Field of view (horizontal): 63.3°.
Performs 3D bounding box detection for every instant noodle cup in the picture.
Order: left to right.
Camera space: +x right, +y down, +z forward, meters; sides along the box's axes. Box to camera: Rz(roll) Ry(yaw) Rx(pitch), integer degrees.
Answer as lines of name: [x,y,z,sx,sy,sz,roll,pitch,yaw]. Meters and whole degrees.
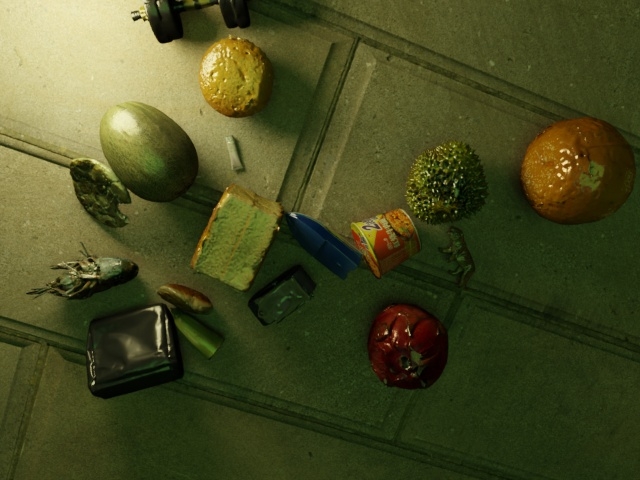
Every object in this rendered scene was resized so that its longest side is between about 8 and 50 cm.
instant noodle cup: [0.223,0.000,1.728,0.174,0.213,0.213,-25,104,-6]

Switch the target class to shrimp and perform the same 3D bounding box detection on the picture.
shrimp: [-0.794,0.105,1.721,0.372,0.137,0.172,-7,68,-10]

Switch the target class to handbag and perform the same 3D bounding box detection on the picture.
handbag: [-0.632,0.375,1.783,0.302,0.275,0.178,-16,149,-2]

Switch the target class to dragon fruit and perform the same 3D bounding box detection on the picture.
dragon fruit: [0.296,0.361,1.782,0.295,0.302,0.295,4,104,17]

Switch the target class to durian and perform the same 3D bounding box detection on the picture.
durian: [0.414,-0.178,1.676,0.291,0.224,0.291,-2,110,-5]

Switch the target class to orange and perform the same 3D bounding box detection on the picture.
orange: [0.819,-0.214,1.646,0.293,0.340,0.340,8,103,-18]

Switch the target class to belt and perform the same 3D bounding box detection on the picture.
belt: [-0.126,0.195,1.773,0.230,0.139,0.126,-35,103,3]

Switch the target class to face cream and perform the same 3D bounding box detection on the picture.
face cream: [-0.285,-0.287,1.706,0.038,0.020,0.115,-12,107,-2]

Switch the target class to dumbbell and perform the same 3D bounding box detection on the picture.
dumbbell: [-0.360,-0.694,1.517,0.388,0.185,0.185,-13,104,-1]

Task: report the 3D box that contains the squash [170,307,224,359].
squash: [-0.443,0.311,1.818,0.224,0.094,0.094,43,98,-4]

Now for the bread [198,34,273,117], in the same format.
bread: [-0.257,-0.495,1.595,0.240,0.139,0.240,-1,104,-4]

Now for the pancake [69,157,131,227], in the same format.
pancake: [-0.696,-0.154,1.641,0.253,0.037,0.253,18,131,22]

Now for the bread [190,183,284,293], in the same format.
bread: [-0.257,-0.019,1.642,0.207,0.279,0.279,23,104,-8]

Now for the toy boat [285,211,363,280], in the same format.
toy boat: [0.000,0.000,1.761,0.295,0.088,0.129,38,127,-3]

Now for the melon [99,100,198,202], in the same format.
melon: [-0.519,-0.269,1.577,0.248,0.248,0.329,-37,98,5]

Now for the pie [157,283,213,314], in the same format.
pie: [-0.452,0.198,1.747,0.193,0.163,0.079,26,81,-16]

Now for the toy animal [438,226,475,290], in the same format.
toy animal: [0.490,0.068,1.828,0.099,0.057,0.241,-27,103,3]
